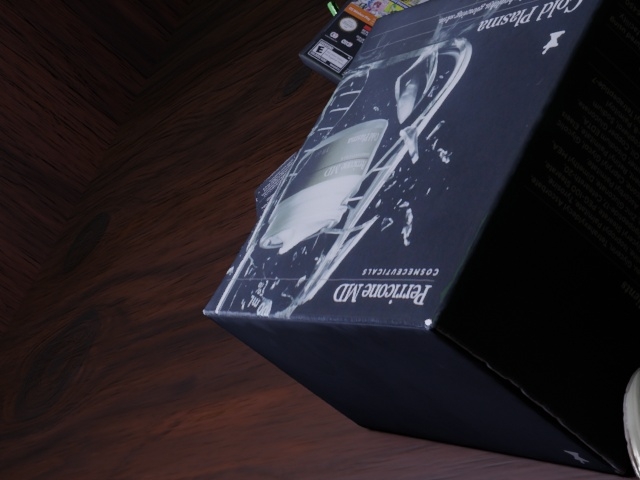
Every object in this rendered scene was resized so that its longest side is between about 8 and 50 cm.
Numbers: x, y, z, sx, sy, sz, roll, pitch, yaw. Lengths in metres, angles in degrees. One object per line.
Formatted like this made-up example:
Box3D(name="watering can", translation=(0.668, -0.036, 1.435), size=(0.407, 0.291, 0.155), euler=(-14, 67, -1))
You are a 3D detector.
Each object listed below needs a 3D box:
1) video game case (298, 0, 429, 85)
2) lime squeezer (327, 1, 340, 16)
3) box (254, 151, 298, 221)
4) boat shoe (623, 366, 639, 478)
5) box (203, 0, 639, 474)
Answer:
Box3D(name="video game case", translation=(0.143, -0.311, 1.873), size=(0.275, 0.035, 0.248), euler=(36, 80, 32))
Box3D(name="lime squeezer", translation=(0.121, -0.284, 1.952), size=(0.310, 0.110, 0.059), euler=(29, 47, 29))
Box3D(name="box", translation=(0.000, 0.000, 1.750), size=(0.108, 0.153, 0.207), euler=(-41, 42, 33))
Box3D(name="boat shoe", translation=(0.344, 0.225, 0.946), size=(0.130, 0.132, 0.355), euler=(-31, 38, 20))
Box3D(name="box", translation=(0.184, -0.033, 1.367), size=(0.480, 0.297, 0.472), euler=(-4, 53, 59))
